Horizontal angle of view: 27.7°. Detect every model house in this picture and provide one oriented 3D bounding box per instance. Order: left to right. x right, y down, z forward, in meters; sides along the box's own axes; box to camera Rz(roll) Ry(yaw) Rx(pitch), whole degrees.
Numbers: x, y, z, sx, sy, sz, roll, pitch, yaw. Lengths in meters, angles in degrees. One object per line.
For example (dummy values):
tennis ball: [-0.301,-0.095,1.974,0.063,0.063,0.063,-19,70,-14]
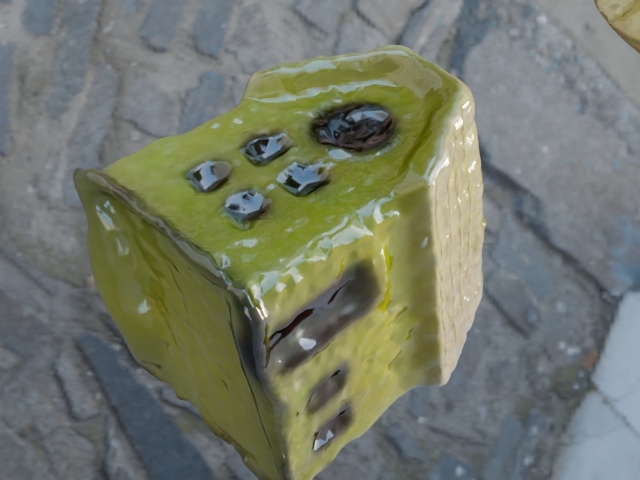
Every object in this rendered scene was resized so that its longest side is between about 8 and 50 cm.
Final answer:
model house: [0.000,0.000,0.785,0.234,0.174,0.193,-38,140,-27]

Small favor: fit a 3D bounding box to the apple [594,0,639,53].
apple: [0.370,-0.239,1.028,0.314,0.309,0.252,-16,129,-21]
